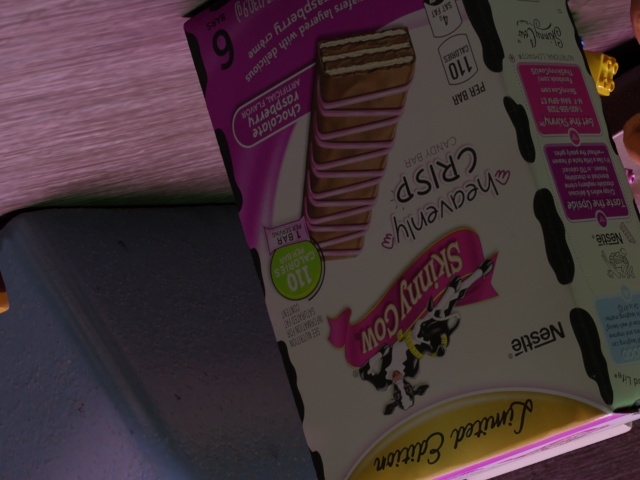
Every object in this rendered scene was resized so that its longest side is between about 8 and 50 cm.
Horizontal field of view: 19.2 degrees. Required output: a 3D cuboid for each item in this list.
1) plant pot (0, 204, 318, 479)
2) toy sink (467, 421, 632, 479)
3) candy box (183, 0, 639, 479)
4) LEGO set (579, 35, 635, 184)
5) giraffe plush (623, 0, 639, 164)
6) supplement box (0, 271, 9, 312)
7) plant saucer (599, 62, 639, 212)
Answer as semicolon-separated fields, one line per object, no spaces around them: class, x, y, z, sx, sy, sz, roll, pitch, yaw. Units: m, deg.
plant pot;-0.106;0.152;1.188;0.248;0.252;0.247;-2;141;-53
toy sink;0.139;0.043;1.463;0.153;0.234;0.131;-24;138;35
candy box;0.044;-0.018;0.800;0.159;0.233;0.071;-27;166;39
LEGO set;0.115;-0.069;0.993;0.093;0.087;0.227;13;-174;30
giraffe plush;0.227;-0.102;0.925;0.181;0.210;0.170;-32;-150;-24
supplement box;-0.268;0.028;0.946;0.188;0.081;0.104;-21;169;18
plant saucer;0.263;-0.081;1.253;0.310;0.050;0.310;-20;165;-6
